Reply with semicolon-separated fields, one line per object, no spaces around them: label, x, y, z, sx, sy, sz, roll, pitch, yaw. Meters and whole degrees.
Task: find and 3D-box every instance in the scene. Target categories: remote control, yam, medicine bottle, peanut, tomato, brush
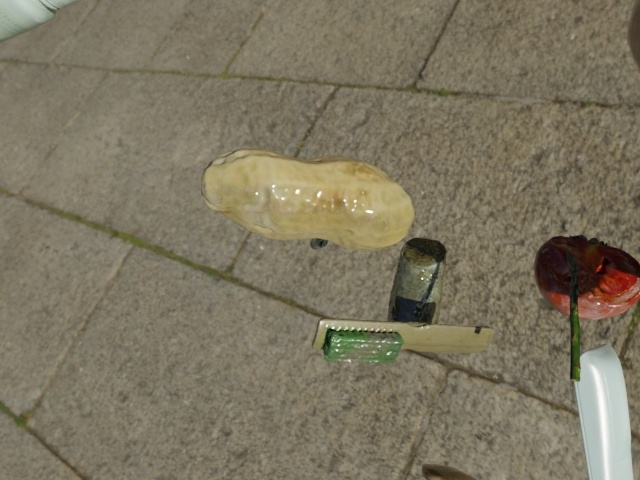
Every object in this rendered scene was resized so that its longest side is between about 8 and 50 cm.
remote control;0.420;0.302;0.819;0.051;0.103;0.294;-8;86;47
yam;0.179;0.093;1.047;0.107;0.107;0.183;20;114;37
medicine bottle;-0.171;-0.133;0.301;0.083;0.047;0.047;-19;53;11
peanut;-0.015;-0.059;0.764;0.290;0.130;0.130;7;55;-13
tomato;0.408;0.067;0.890;0.159;0.091;0.139;18;49;11
brush;0.127;0.146;0.817;0.048;0.282;0.054;-113;34;-52

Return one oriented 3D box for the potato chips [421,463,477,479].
potato chips;0.228;0.390;0.806;0.061;0.195;0.208;-38;80;-8

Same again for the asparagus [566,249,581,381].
asparagus;0.310;0.089;0.690;0.016;0.016;0.163;-16;60;52

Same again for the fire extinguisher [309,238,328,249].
fire extinguisher;0.000;0.000;1.164;0.083;0.025;0.038;160;131;-76

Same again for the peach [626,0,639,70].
peach;0.575;-0.318;0.771;0.292;0.247;0.292;-47;16;18
